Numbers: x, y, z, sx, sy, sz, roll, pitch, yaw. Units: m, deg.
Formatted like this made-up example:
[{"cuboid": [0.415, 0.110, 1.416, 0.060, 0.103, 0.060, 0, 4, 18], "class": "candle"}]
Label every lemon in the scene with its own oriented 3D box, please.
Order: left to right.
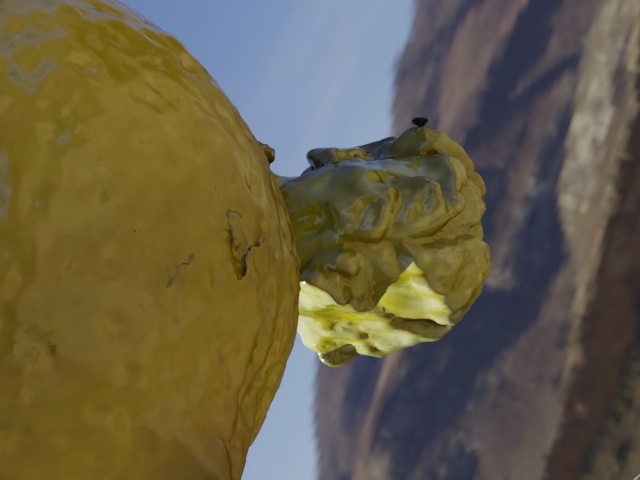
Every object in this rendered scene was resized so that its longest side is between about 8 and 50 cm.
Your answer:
[{"cuboid": [-0.175, 0.018, 0.844, 0.336, 0.336, 0.336, 18, -90, -85], "class": "lemon"}]

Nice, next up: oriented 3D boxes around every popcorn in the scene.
[{"cuboid": [0.006, 0.000, 1.153, 0.168, 0.195, 0.173, 1, 78, 60], "class": "popcorn"}]

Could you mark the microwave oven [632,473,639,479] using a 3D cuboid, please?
[{"cuboid": [0.349, 0.276, 1.505, 0.129, 0.163, 0.205, -50, 46, 44], "class": "microwave oven"}]
